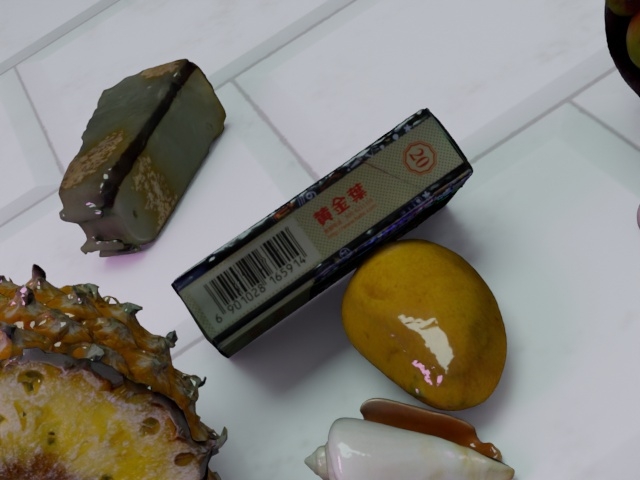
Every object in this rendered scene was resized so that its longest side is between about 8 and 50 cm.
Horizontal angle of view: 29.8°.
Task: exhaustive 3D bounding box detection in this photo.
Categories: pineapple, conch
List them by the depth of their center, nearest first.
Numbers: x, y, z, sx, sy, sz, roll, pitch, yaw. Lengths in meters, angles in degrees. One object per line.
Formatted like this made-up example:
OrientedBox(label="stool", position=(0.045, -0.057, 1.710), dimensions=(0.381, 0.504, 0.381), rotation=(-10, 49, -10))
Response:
OrientedBox(label="conch", position=(0.075, 0.187, 1.054), dimensions=(0.176, 0.094, 0.104), rotation=(-16, 5, 13))
OrientedBox(label="pineapple", position=(-0.265, 0.188, 1.075), dimensions=(0.352, 0.352, 0.300), rotation=(-37, 23, -9))

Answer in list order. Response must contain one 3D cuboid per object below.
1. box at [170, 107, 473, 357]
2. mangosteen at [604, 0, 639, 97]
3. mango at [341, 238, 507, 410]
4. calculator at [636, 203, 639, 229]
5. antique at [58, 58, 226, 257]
OrientedBox(label="box", position=(0.000, 0.000, 1.247), dimensions=(0.310, 0.084, 0.198), rotation=(-35, -6, -6))
OrientedBox(label="mangosteen", position=(0.393, -0.251, 1.194), dimensions=(0.287, 0.287, 0.233), rotation=(-32, 14, -2))
OrientedBox(label="mango", position=(0.099, 0.082, 1.150), dimensions=(0.147, 0.109, 0.227), rotation=(-7, 35, -9))
OrientedBox(label="calculator", position=(0.385, -0.031, 1.152), dimensions=(0.166, 0.024, 0.103), rotation=(0, 45, 36))
OrientedBox(label="antique", position=(-0.245, -0.103, 1.595), dimensions=(0.150, 0.125, 0.284), rotation=(-9, 41, 29))
